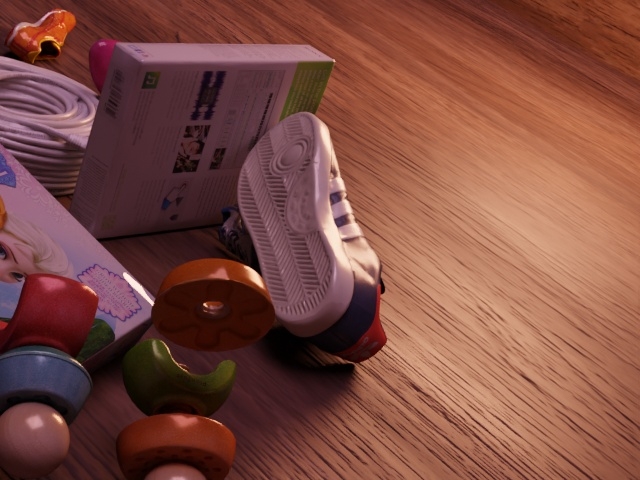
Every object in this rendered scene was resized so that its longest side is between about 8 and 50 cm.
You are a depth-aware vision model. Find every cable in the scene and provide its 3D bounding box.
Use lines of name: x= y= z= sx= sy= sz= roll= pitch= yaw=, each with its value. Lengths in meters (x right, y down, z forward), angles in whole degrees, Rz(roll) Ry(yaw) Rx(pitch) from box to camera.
cable: x=-0.380 y=-0.150 z=1.644 sx=0.257 sy=0.089 sz=0.257 roll=13 pitch=24 yaw=-15

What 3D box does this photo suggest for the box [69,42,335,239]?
box: x=-0.139 y=-0.124 z=1.594 sx=0.322 sy=0.232 sz=0.058 roll=-7 pitch=36 yaw=-47

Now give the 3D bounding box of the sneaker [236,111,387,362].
sneaker: x=0.000 y=0.000 z=1.529 sx=0.148 sy=0.131 sz=0.350 roll=42 pitch=28 yaw=-38

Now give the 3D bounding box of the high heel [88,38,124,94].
high heel: x=-0.204 y=-0.167 z=1.717 sx=0.117 sy=0.082 sz=0.244 roll=33 pitch=-16 yaw=45

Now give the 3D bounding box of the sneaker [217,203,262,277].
sneaker: x=-0.094 y=0.002 z=1.595 sx=0.058 sy=0.052 sz=0.135 roll=-7 pitch=36 yaw=-6

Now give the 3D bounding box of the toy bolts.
toy bolts: x=-0.154 y=0.124 z=1.063 sx=0.228 sy=0.218 sz=0.158 roll=16 pitch=47 yaw=-21

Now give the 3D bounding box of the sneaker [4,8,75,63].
sneaker: x=-0.415 y=-0.304 z=1.999 sx=0.067 sy=0.064 sz=0.175 roll=41 pitch=30 yaw=-2

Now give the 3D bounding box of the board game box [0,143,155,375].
board game box: x=-0.343 y=0.021 z=1.207 sx=0.319 sy=0.066 sz=0.318 roll=44 pitch=27 yaw=4
